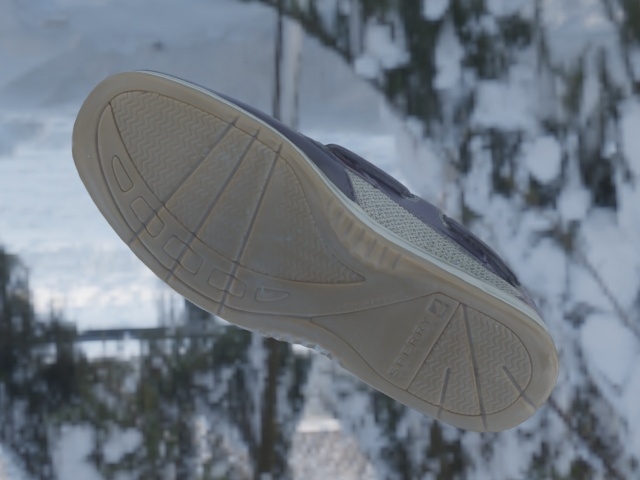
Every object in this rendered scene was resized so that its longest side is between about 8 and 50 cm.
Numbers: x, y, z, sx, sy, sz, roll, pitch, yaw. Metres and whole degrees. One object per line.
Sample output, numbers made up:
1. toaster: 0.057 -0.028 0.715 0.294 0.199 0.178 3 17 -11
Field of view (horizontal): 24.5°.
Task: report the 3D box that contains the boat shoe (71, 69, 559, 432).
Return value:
1. boat shoe: 0.000 0.000 0.793 0.285 0.103 0.092 30 -161 -4
